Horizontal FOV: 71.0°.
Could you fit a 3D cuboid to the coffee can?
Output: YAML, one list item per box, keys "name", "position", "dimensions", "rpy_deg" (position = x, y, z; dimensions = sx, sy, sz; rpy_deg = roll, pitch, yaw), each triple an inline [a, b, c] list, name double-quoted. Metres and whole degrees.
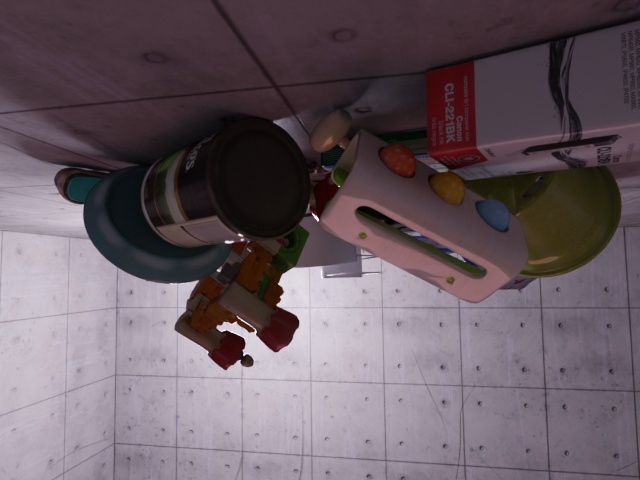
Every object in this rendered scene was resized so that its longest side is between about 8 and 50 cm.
- name: "coffee can"
  position: [-0.182, -0.091, 0.831]
  dimensions: [0.201, 0.202, 0.275]
  rpy_deg: [3, 174, -42]

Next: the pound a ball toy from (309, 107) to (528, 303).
- name: "pound a ball toy"
  position: [0.134, -0.078, 0.658]
  dimensions: [0.319, 0.208, 0.136]
  rpy_deg: [27, 131, -12]

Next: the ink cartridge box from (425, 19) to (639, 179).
- name: "ink cartridge box"
  position: [0.296, -0.160, 0.571]
  dimensions: [0.273, 0.114, 0.197]
  rpy_deg: [-4, 175, 32]

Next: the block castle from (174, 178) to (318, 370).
- name: "block castle"
  position: [-0.123, 0.072, 1.085]
  dimensions: [0.213, 0.453, 0.303]
  rpy_deg: [39, 136, -20]

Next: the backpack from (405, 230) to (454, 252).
- name: "backpack"
  position: [0.338, -0.060, 1.421]
  dimensions: [0.276, 0.213, 0.263]
  rpy_deg: [-3, 170, 41]

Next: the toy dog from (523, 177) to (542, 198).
- name: "toy dog"
  position: [0.411, -0.077, 1.093]
  dimensions: [0.333, 0.161, 0.220]
  rpy_deg: [2, 166, 41]

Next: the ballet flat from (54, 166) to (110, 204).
- name: "ballet flat"
  position: [-0.509, -0.128, 1.138]
  dimensions: [0.106, 0.108, 0.316]
  rpy_deg: [21, -176, 34]

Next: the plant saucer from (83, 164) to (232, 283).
- name: "plant saucer"
  position: [-0.334, -0.052, 0.972]
  dimensions: [0.317, 0.318, 0.044]
  rpy_deg: [2, 144, -35]

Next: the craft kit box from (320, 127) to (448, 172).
- name: "craft kit box"
  position: [0.159, -0.164, 0.935]
  dimensions: [0.250, 0.061, 0.246]
  rpy_deg: [-2, 173, 21]

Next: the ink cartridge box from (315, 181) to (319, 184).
- name: "ink cartridge box"
  position: [0.005, -0.129, 1.326]
  dimensions: [0.311, 0.065, 0.186]
  rpy_deg: [0, 177, 19]

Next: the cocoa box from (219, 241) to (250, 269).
- name: "cocoa box"
  position: [-0.432, -0.011, 1.655]
  dimensions: [0.347, 0.228, 0.231]
  rpy_deg: [-1, -179, 3]

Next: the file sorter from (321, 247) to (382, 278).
- name: "file sorter"
  position: [0.123, 0.004, 1.773]
  dimensions: [0.193, 0.278, 0.173]
  rpy_deg: [2, 171, -33]

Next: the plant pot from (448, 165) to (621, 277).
- name: "plant pot"
  position: [0.365, -0.091, 0.817]
  dimensions: [0.276, 0.276, 0.254]
  rpy_deg: [-4, 163, 40]

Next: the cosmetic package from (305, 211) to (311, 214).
- name: "cosmetic package"
  position: [-0.067, -0.111, 1.567]
  dimensions: [0.099, 0.060, 0.239]
  rpy_deg: [-3, 179, -40]

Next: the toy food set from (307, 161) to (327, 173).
- name: "toy food set"
  position: [-0.018, -0.171, 1.057]
  dimensions: [0.122, 0.019, 0.078]
  rpy_deg: [-8, -178, -43]

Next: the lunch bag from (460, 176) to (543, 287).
- name: "lunch bag"
  position: [0.612, -0.047, 1.270]
  dimensions: [0.385, 0.239, 0.328]
  rpy_deg: [-43, 153, 30]

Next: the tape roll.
- name: "tape roll"
  position: [0.000, 0.000, 1.570]
  dimensions: [0.246, 0.169, 0.246]
  rpy_deg: [-5, 180, 0]

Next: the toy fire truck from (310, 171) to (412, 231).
- name: "toy fire truck"
  position: [0.048, -0.080, 0.902]
  dimensions: [0.246, 0.158, 0.217]
  rpy_deg: [-17, 168, 36]
